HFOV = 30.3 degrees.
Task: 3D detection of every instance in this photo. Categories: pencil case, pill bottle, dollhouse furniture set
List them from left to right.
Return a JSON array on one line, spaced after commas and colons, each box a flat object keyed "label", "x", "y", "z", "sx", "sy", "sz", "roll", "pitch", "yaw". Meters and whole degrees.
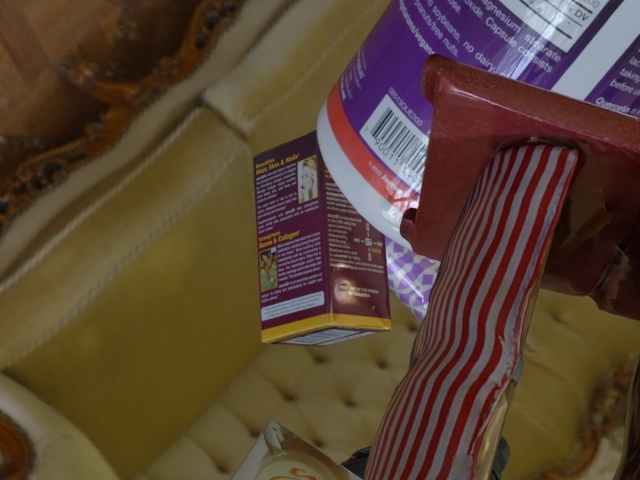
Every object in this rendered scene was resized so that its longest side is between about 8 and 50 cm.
[{"label": "pencil case", "x": 0.093, "y": 0.003, "z": 1.452, "sx": 0.088, "sy": 0.206, "sz": 0.086, "roll": -43, "pitch": 180, "yaw": -10}, {"label": "dollhouse furniture set", "x": 0.074, "y": 0.132, "z": 0.471, "sx": 0.374, "sy": 0.152, "sz": 0.201, "roll": 91, "pitch": 17, "yaw": -60}, {"label": "pill bottle", "x": 0.146, "y": -0.143, "z": 0.764, "sx": 0.181, "sy": 0.181, "sz": 0.323, "roll": -14, "pitch": 147, "yaw": -51}]

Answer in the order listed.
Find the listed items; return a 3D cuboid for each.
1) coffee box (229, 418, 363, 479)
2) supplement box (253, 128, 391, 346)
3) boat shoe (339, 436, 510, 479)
[{"label": "coffee box", "x": 0.003, "y": 0.332, "z": 1.311, "sx": 0.141, "sy": 0.246, "sz": 0.098, "roll": -54, "pitch": 176, "yaw": -32}, {"label": "supplement box", "x": 0.000, "y": 0.000, "z": 1.125, "sx": 0.081, "sy": 0.104, "sz": 0.188, "roll": 9, "pitch": 72, "yaw": -40}, {"label": "boat shoe", "x": 0.100, "y": 0.296, "z": 1.458, "sx": 0.127, "sy": 0.340, "sz": 0.113, "roll": 49, "pitch": 49, "yaw": -7}]
